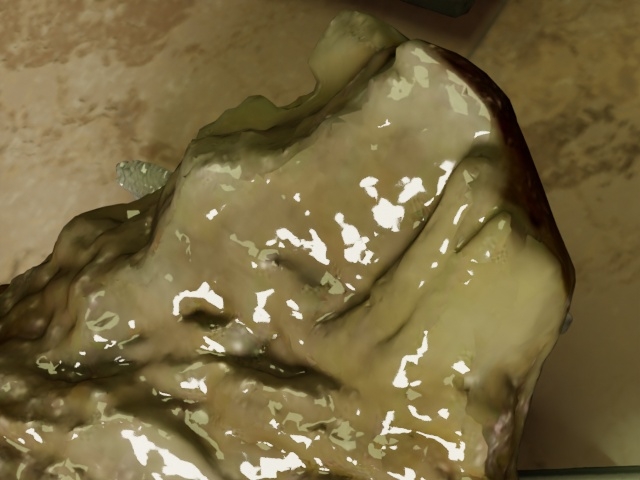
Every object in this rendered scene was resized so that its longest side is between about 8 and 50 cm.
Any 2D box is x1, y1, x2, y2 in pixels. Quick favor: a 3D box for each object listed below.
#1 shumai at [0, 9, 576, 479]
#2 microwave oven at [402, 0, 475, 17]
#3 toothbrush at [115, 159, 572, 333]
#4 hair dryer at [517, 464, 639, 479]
[{"bbox_3d":[0.008,0.068,0.830,0.346,0.217,0.283,31,89,28],"label":"shumai"},{"bbox_3d":[0.049,-0.403,1.020,0.236,0.374,0.432,20,65,26],"label":"microwave oven"},{"bbox_3d":[0.000,0.000,0.956,0.307,0.029,0.025,18,80,43],"label":"toothbrush"},{"bbox_3d":[0.159,0.055,0.866,0.284,0.156,0.320,9,74,10],"label":"hair dryer"}]
